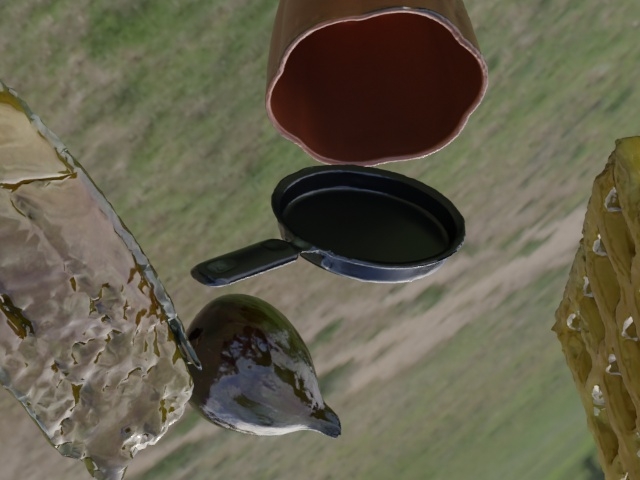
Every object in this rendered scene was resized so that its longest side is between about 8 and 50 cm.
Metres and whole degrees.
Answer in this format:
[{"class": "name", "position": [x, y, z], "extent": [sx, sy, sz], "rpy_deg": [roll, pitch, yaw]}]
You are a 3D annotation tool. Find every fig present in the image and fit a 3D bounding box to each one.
[{"class": "fig", "position": [-0.045, 0.114, 1.004], "extent": [0.109, 0.154, 0.103], "rpy_deg": [-65, 175, 15]}]

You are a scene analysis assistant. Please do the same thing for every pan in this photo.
[{"class": "pan", "position": [0.000, 0.000, 0.792], "extent": [0.235, 0.136, 0.028], "rpy_deg": [-21, 133, -47]}]

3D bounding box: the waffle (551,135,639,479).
[{"class": "waffle", "position": [0.228, 0.084, 0.816], "extent": [0.055, 0.221, 0.248], "rpy_deg": [-9, 147, -6]}]

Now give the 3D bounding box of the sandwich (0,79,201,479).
[{"class": "sandwich", "position": [-0.173, -0.032, 0.534], "extent": [0.087, 0.251, 0.226], "rpy_deg": [-44, 135, -12]}]

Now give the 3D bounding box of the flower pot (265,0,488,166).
[{"class": "flower pot", "position": [0.039, -0.186, 1.055], "extent": [0.190, 0.173, 0.191], "rpy_deg": [-4, 142, -3]}]
